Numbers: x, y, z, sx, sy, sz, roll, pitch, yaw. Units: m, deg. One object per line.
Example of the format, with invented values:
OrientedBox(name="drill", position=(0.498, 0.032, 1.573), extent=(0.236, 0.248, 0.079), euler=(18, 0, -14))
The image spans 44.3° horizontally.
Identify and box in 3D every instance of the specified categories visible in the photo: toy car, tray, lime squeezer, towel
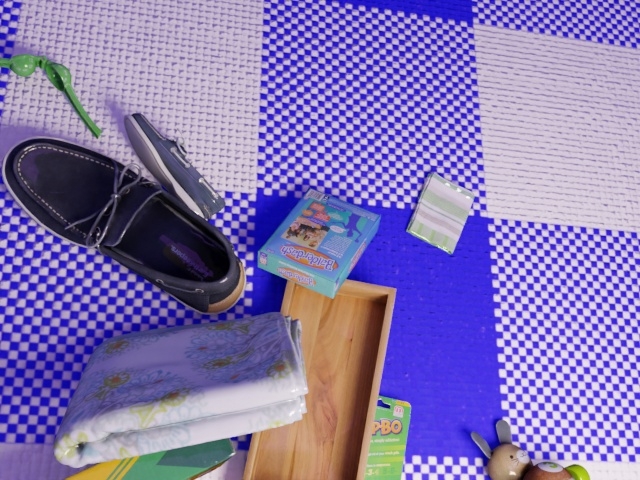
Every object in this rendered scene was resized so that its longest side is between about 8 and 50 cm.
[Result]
OrientedBox(name="toy car", position=(0.364, 0.415, 1.440), extent=(0.155, 0.149, 0.188), euler=(-6, 50, -39))
OrientedBox(name="tray", position=(0.002, 0.269, 1.414), extent=(0.203, 0.076, 0.411), euler=(10, 68, 4))
OrientedBox(name="lime squeezer", position=(-0.557, -0.309, 1.519), extent=(0.310, 0.059, 0.110), euler=(25, 79, -18))
OrientedBox(name="towel", position=(-0.206, 0.216, 1.245), extent=(0.374, 0.320, 0.090), euler=(-11, 104, -2))
OrientedBox(name="towel", position=(0.254, -0.059, 1.648), extent=(0.113, 0.023, 0.152), euler=(25, 66, -3))

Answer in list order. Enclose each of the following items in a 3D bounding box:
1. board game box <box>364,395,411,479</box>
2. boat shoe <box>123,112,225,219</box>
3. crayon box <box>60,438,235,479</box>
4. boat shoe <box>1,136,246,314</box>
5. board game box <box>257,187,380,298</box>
OrientedBox(name="board game box", position=(0.086, 0.409, 1.421), extent=(0.124, 0.039, 0.259), euler=(15, 70, -7))
OrientedBox(name="boat shoe", position=(-0.281, -0.148, 1.509), extent=(0.079, 0.095, 0.254), euler=(-37, 83, -21))
OrientedBox(name="crayon box", position=(-0.303, 0.383, 1.245), extent=(0.318, 0.202, 0.081), euler=(-21, 76, -19))
OrientedBox(name="boat shoe", position=(-0.350, -0.043, 1.419), extent=(0.500, 0.156, 0.187), euler=(33, 70, 1))
OrientedBox(name="board game box", position=(0.000, 0.000, 1.493), extent=(0.160, 0.047, 0.210), euler=(23, 47, 16))
